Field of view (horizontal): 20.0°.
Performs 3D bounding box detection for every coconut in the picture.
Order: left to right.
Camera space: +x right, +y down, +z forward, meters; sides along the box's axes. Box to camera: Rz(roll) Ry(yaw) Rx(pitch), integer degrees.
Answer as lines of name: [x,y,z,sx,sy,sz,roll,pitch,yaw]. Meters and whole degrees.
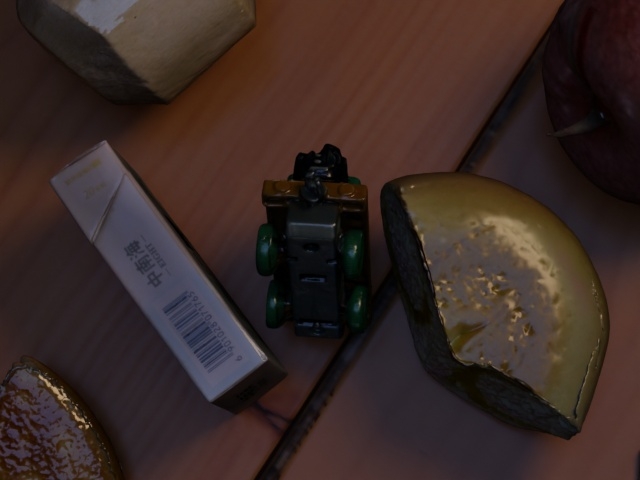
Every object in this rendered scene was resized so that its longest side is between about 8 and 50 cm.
coconut: [-0.155,-0.236,1.628,0.202,0.202,0.222,44,89,10]

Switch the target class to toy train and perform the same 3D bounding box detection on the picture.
toy train: [0.000,0.000,1.579,0.091,0.227,0.136,3,51,6]

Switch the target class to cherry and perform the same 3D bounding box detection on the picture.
cherry: [0.298,-0.142,1.549,0.285,0.236,0.213,-32,85,-28]

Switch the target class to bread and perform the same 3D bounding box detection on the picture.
bread: [0.161,0.054,1.580,0.156,0.158,0.260,-16,79,-8]

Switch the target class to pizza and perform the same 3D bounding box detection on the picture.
pizza: [-0.277,0.213,1.633,0.193,0.053,0.201,-19,91,0]

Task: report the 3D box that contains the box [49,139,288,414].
box: [-0.132,0.036,1.602,0.067,0.155,0.243,-37,78,-3]

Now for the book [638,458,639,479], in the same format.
book: [0.396,0.273,1.581,0.242,0.018,0.170,4,81,6]
